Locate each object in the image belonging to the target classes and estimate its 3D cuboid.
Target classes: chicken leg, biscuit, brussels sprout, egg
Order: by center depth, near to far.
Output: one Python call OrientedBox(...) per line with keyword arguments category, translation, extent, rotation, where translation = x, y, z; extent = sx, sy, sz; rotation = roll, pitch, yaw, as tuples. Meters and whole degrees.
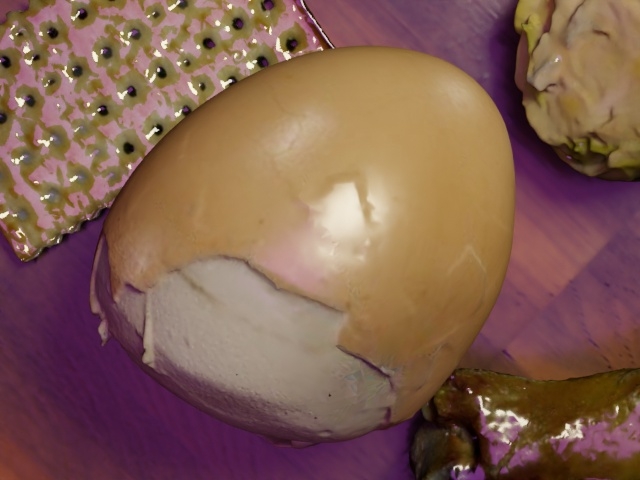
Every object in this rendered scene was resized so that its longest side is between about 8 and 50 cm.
OrientedBox(category="egg", translation=(0.000, 0.000, 0.780), extent=(0.201, 0.201, 0.244), rotation=(44, 82, 0))
OrientedBox(category="chicken leg", translation=(0.238, 0.082, 0.803), extent=(0.360, 0.140, 0.212), rotation=(4, 101, -2))
OrientedBox(category="brussels sprout", translation=(0.192, -0.110, 0.810), extent=(0.151, 0.122, 0.149), rotation=(-8, 86, 37))
OrientedBox(category="biscuit", translation=(-0.121, -0.103, 0.869), extent=(0.231, 0.016, 0.139), rotation=(-33, 91, 3))
